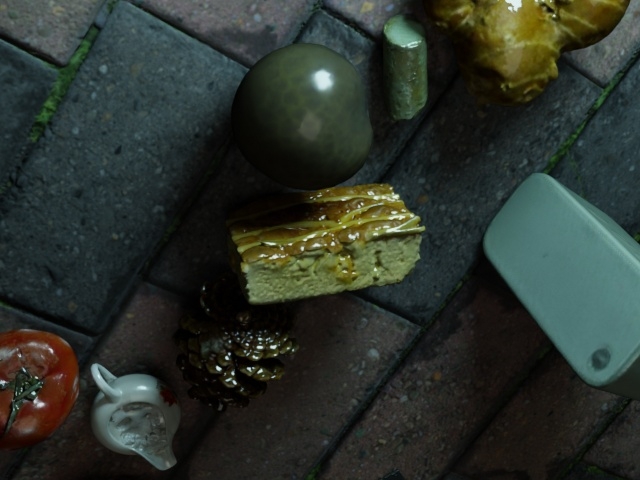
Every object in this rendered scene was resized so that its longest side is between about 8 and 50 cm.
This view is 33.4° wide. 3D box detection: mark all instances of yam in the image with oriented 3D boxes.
[{"bbox_3d":[0.124,-0.250,1.555,0.070,0.070,0.146,-12,123,-11],"label":"yam"}]

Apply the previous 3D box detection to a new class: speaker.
[{"bbox_3d":[0.433,0.076,1.650,0.184,0.406,0.183,22,112,-32],"label":"speaker"}]

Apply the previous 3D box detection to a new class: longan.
[{"bbox_3d":[-0.025,-0.170,1.488,0.198,0.198,0.212,-33,127,4],"label":"longan"}]

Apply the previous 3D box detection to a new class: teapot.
[{"bbox_3d":[-0.304,0.273,1.720,0.145,0.092,0.226,-35,123,2],"label":"teapot"}]

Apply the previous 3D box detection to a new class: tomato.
[{"bbox_3d":[-0.448,0.222,1.603,0.187,0.151,0.187,4,76,-16],"label":"tomato"}]

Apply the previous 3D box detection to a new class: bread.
[{"bbox_3d":[0.000,0.000,1.599,0.275,0.185,0.114,-10,117,-11],"label":"bread"}]

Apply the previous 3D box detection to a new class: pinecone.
[{"bbox_3d":[-0.142,0.170,1.661,0.169,0.185,0.212,14,132,-40],"label":"pinecone"}]

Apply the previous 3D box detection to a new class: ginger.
[{"bbox_3d":[0.299,-0.374,1.494,0.357,0.152,0.274,-41,104,8],"label":"ginger"}]

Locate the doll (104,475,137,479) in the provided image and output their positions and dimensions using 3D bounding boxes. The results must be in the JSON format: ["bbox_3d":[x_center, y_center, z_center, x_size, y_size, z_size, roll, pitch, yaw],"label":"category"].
[{"bbox_3d":[-0.348,0.519,1.822,0.152,0.196,0.256,-3,135,29],"label":"doll"}]

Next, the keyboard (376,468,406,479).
[{"bbox_3d":[0.074,0.497,2.022,0.195,0.018,0.060,-28,117,0],"label":"keyboard"}]
